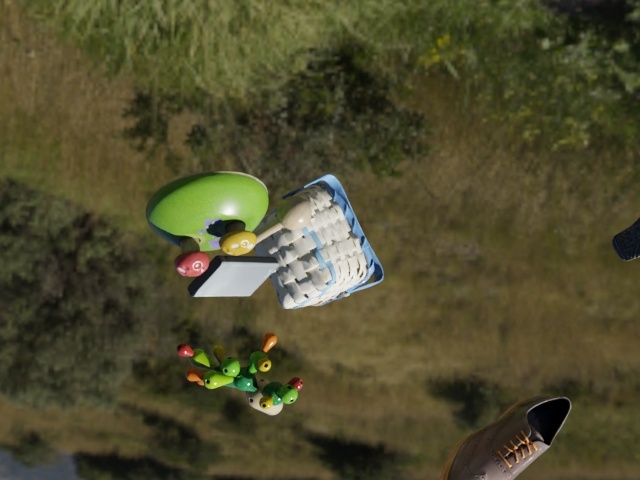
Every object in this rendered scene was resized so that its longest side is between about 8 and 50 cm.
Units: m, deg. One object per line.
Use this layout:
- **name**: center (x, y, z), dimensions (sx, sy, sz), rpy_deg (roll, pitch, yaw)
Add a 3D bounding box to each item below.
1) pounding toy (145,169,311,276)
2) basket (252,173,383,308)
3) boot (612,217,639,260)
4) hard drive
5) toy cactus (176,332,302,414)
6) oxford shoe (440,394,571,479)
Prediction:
- **pounding toy**: center (-0.139, -0.006, 1.483), dimensions (0.237, 0.110, 0.183), rpy_deg (12, 145, -41)
- **basket**: center (0.000, 0.000, 2.020), dimensions (0.201, 0.254, 0.289), rpy_deg (-31, 174, 39)
- **boot**: center (0.602, -0.045, 1.644), dimensions (0.209, 0.076, 0.190), rpy_deg (-23, 180, -22)
- **hard drive**: center (-0.146, 0.060, 1.688), dimensions (0.135, 0.022, 0.094), rpy_deg (2, 140, -49)
- **toy cactus**: center (-0.112, 0.220, 1.598), dimensions (0.219, 0.112, 0.180), rpy_deg (5, 151, 29)
- **oxford shoe**: center (0.387, 0.431, 2.085), dimensions (0.364, 0.130, 0.133), rpy_deg (-37, 175, -33)
